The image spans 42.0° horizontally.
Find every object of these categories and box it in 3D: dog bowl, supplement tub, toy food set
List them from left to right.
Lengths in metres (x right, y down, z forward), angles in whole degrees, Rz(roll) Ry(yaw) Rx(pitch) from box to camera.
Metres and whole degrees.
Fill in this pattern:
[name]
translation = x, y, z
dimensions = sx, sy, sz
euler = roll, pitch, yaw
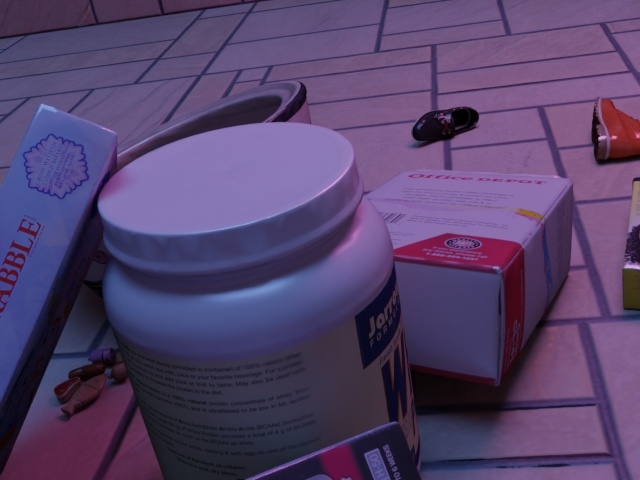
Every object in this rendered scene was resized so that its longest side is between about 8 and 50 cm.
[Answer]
[toy food set]
translation = -0.263, 0.157, 0.984
dimensions = 0.078, 0.019, 0.122
euler = 18, 47, 43
[dog bowl]
translation = -0.179, -0.063, 1.139
dimensions = 0.408, 0.150, 0.408
euler = -23, 20, 9
[supplement tub]
translation = -0.046, 0.087, 0.708
dimensions = 0.236, 0.324, 0.235
euler = -8, 28, 4

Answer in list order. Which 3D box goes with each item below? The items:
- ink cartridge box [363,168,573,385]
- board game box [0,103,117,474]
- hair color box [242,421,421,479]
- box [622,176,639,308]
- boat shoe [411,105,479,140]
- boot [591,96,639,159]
[ink cartridge box]
translation = 0.137, 0.021, 0.925
dimensions = 0.226, 0.131, 0.306
euler = 6, 20, 28
[board game box]
translation = -0.269, 0.071, 0.739
dimensions = 0.066, 0.317, 0.319
euler = 23, -12, -10
[hair color box]
translation = -0.083, 0.245, 0.441
dimensions = 0.375, 0.185, 0.114
euler = -10, -18, -41
[box]
translation = 0.412, -0.003, 1.000
dimensions = 0.088, 0.058, 0.232
euler = 1, 30, 22
[boat shoe]
translation = 0.217, -0.204, 1.452
dimensions = 0.133, 0.048, 0.042
euler = -20, 21, -26
[boot]
translation = 0.470, -0.176, 1.310
dimensions = 0.085, 0.059, 0.157
euler = -1, 38, 12
